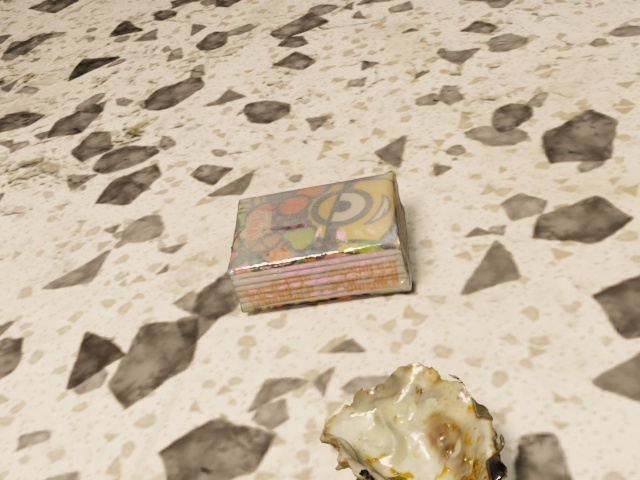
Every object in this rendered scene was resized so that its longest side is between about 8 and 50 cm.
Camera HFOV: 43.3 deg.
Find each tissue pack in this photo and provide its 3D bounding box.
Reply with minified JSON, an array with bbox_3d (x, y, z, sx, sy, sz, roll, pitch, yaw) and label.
[{"bbox_3d":[0.000,0.000,0.695,0.148,0.060,0.109,-9,35,9],"label":"tissue pack"}]

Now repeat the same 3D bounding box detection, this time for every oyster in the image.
[{"bbox_3d":[0.062,0.134,0.496,0.103,0.051,0.148,-25,21,-7],"label":"oyster"}]
